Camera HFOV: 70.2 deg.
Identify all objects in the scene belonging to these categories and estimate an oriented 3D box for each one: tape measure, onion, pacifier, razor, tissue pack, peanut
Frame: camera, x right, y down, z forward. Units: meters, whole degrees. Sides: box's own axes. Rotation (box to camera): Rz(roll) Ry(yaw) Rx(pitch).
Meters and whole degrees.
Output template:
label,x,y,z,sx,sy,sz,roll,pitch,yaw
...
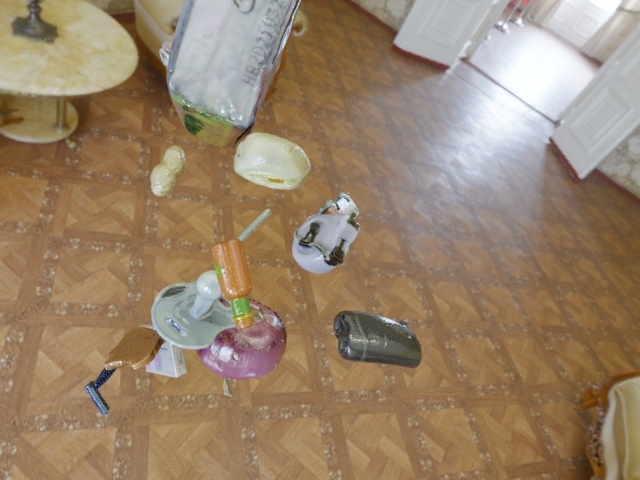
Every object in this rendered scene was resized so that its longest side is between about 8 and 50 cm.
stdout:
label,x,y,z,sx,sy,sz,roll,pitch,yaw
tape measure,0.001,0.003,1.298,0.105,0.196,0.178,37,63,-41
onion,-0.320,0.378,1.750,0.358,0.345,0.358,32,36,-27
pacifier,-0.356,0.176,1.355,0.244,0.233,0.299,40,31,11
razor,0.212,0.359,1.655,0.349,0.113,0.204,14,35,-26
tissue pack,-0.119,-0.292,0.668,0.124,0.288,0.394,20,2,-16
razor,-0.181,-0.014,1.114,0.036,0.084,0.211,31,48,-1
pacifier,-0.278,-0.362,0.918,0.081,0.099,0.078,36,68,25
peanut,-0.481,-0.223,1.445,0.082,0.082,0.187,26,60,-7
razor,-0.613,0.382,1.317,0.324,0.056,0.093,-125,-169,-75

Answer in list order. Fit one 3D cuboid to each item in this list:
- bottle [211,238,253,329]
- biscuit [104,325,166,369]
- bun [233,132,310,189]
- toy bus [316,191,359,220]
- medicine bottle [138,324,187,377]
label,x,y,z,sx,sy,sz,roll,pitch,yaw
bottle,-0.178,0.093,0.957,0.069,0.069,0.187,-11,84,-39
biscuit,-0.529,0.308,1.314,0.183,0.280,0.043,-21,104,-22
bun,-0.155,-0.256,1.437,0.243,0.244,0.153,16,75,-18
toy bus,0.052,-0.080,1.585,0.120,0.121,0.265,52,22,-2
medicine bottle,-0.546,0.376,1.573,0.052,0.201,0.171,-14,97,-49
